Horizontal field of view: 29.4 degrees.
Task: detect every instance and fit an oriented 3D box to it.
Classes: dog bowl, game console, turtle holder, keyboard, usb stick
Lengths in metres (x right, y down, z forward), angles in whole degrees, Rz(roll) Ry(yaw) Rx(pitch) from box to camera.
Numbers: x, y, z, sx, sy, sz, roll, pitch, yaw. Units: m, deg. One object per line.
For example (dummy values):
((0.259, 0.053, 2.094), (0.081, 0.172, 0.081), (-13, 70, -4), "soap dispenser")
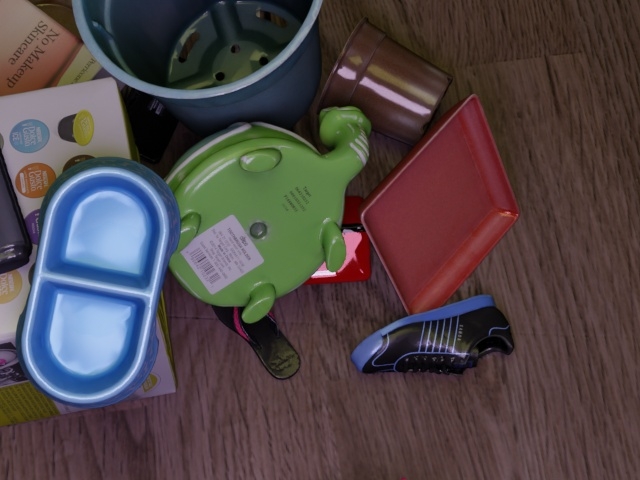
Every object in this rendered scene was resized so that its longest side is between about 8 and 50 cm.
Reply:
((-0.255, 0.049, 1.395), (0.166, 0.074, 0.297), (11, 89, -7), "dog bowl")
((0.000, 0.000, 1.838), (0.144, 0.085, 0.124), (-4, 96, -2), "game console")
((-0.090, -0.071, 1.685), (0.243, 0.227, 0.320), (24, 104, -25), "turtle holder")
((-0.268, -0.214, 1.933), (0.100, 0.038, 0.192), (28, 64, -13), "keyboard")
((-0.419, -0.084, 1.480), (0.077, 0.045, 0.278), (-19, 66, -11), "usb stick")

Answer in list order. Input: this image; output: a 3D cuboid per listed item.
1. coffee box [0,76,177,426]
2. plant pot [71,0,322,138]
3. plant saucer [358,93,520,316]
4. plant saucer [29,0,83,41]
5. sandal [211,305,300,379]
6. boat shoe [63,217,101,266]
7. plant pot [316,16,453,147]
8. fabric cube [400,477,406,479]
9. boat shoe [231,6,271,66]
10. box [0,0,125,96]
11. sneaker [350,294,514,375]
((-0.387, 0.031, 1.639), (0.335, 0.338, 0.337), (-11, 66, -6), "coffee box")
((-0.140, -0.305, 1.753), (0.341, 0.334, 0.341), (-2, 76, 7), "plant pot")
((0.165, -0.042, 1.750), (0.048, 0.259, 0.258), (25, 63, 41), "plant saucer")
((-0.449, -0.332, 1.981), (0.169, 0.029, 0.168), (1, 65, -1), "plant saucer")
((-0.092, 0.122, 1.763), (0.067, 0.040, 0.179), (-36, 70, -16), "sandal")
((-0.280, -0.015, 1.455), (0.049, 0.042, 0.133), (26, 68, 6), "boat shoe")
((0.103, -0.231, 1.876), (0.165, 0.167, 0.167), (28, 67, 4), "plant pot")
((0.044, 0.480, 1.478), (0.258, 0.254, 0.259), (-27, 67, -12), "fabric cube")
((-0.121, -0.316, 1.961), (0.072, 0.068, 0.190), (-1, 64, 11), "boat shoe")
((-0.439, -0.267, 1.867), (0.232, 0.127, 0.148), (36, 86, 9), "box")
((0.162, 0.153, 1.729), (0.232, 0.081, 0.090), (-20, 59, -11), "sneaker")
